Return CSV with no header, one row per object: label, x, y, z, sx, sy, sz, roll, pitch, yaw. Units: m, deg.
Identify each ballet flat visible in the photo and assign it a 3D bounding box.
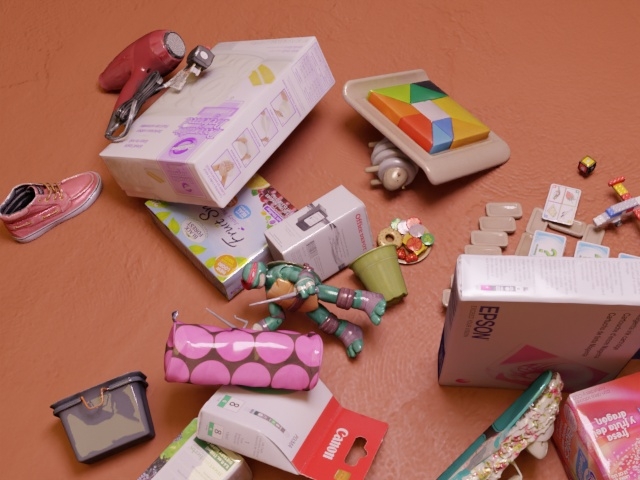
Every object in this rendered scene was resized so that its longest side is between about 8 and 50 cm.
ballet flat,0.250,0.278,1.038,0.077,0.091,0.241,43,99,3

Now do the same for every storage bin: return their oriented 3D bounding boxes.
storage bin,-0.303,0.256,1.113,0.135,0.098,0.091,-22,72,-8

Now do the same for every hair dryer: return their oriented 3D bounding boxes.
hair dryer,-0.323,-0.283,1.349,0.223,0.080,0.293,-41,29,-13

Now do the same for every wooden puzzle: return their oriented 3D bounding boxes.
wooden puzzle,0.183,-0.204,1.306,0.220,0.044,0.239,-19,58,-40

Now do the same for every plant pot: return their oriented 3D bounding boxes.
plant pot,0.096,0.059,1.204,0.083,0.083,0.079,-22,73,-8

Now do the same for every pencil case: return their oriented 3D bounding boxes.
pencil case,-0.105,0.154,1.058,0.209,0.098,0.095,8,81,-9

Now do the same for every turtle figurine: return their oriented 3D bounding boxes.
turtle figurine,-0.034,0.086,1.125,0.234,0.175,0.118,19,54,-13

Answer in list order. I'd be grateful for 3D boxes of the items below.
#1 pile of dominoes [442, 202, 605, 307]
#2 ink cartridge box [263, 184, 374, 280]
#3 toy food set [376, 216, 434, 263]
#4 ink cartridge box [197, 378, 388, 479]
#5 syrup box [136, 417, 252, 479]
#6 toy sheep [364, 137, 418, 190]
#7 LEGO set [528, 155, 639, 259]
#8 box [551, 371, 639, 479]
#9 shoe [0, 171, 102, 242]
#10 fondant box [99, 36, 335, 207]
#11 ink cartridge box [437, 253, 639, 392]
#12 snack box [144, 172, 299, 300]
pile of dominoes,0.317,0.050,1.224,0.195,0.040,0.251,21,56,16
ink cartridge box,0.000,0.000,1.216,0.150,0.109,0.063,-32,49,-14
toy food set,0.140,-0.001,1.261,0.082,0.020,0.083,-40,65,-17
ink cartridge box,-0.028,0.240,1.063,0.224,0.056,0.181,15,22,14
syrup box,-0.207,0.365,1.037,0.093,0.096,0.237,36,68,23
toy sheep,0.124,-0.136,1.304,0.091,0.091,0.132,4,56,6
LEGO set,0.440,-0.036,1.219,0.182,0.060,0.244,15,58,17
box,0.475,0.246,1.024,0.299,0.154,0.142,-16,61,-6
shoe,-0.452,-0.072,1.309,0.178,0.081,0.063,-37,65,-16
fondant box,-0.164,-0.202,1.279,0.238,0.096,0.330,9,50,40
ink cartridge box,0.326,0.120,1.005,0.329,0.324,0.072,2,62,6
snack box,-0.153,-0.034,1.272,0.174,0.070,0.207,-39,63,-17
